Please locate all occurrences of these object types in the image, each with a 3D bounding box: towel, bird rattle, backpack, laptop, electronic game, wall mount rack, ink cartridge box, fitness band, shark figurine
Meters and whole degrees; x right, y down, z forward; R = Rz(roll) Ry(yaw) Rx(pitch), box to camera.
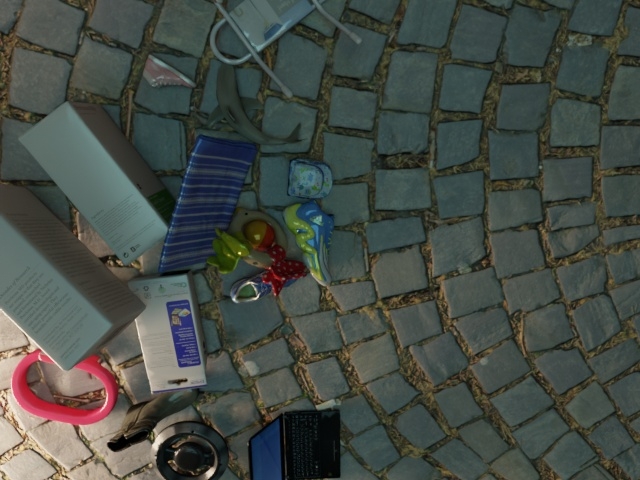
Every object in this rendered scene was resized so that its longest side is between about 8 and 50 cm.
[{"bbox_3d":[-0.269,-0.088,1.207,0.040,0.243,0.336,24,103,18],"label":"towel"},{"bbox_3d":[-0.150,0.010,1.256,0.253,0.207,0.143,16,141,-18],"label":"bird rattle"},{"bbox_3d":[-0.026,-0.157,1.276,0.114,0.084,0.105,5,105,-7],"label":"backpack"},{"bbox_3d":[-0.068,0.635,1.429,0.264,0.136,0.235,-1,104,-2],"label":"laptop"},{"bbox_3d":[-0.387,0.639,1.459,0.229,0.048,0.230,-1,104,-2],"label":"electronic game"},{"bbox_3d":[-0.084,-0.512,1.154,0.350,0.130,0.304,-38,98,0],"label":"wall mount rack"},{"bbox_3d":[-0.413,0.252,1.362,0.165,0.065,0.333,-6,102,-1],"label":"ink cartridge box"},{"bbox_3d":[-0.720,0.413,1.393,0.290,0.054,0.209,15,104,-5],"label":"fitness band"},{"bbox_3d":[-0.179,-0.296,1.224,0.278,0.116,0.166,40,99,-9],"label":"shark figurine"}]

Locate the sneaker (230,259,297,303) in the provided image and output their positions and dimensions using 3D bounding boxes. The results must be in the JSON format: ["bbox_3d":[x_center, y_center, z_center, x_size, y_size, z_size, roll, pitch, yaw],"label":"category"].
[{"bbox_3d":[-0.146,0.121,1.335,0.211,0.081,0.080,-26,101,1],"label":"sneaker"}]

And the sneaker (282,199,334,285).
[{"bbox_3d":[0.000,0.000,1.310,0.126,0.091,0.240,-27,102,3],"label":"sneaker"}]

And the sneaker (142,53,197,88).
[{"bbox_3d":[-0.378,-0.398,1.222,0.134,0.051,0.070,30,101,-6],"label":"sneaker"}]

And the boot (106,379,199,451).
[{"bbox_3d":[-0.456,0.494,1.365,0.246,0.161,0.084,-28,103,4],"label":"boot"}]

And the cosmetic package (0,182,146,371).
[{"bbox_3d":[-0.668,0.075,1.185,0.161,0.230,0.453,-44,92,1],"label":"cosmetic package"}]

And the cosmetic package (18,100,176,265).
[{"bbox_3d":[-0.510,-0.141,1.201,0.155,0.197,0.366,-34,104,6],"label":"cosmetic package"}]
